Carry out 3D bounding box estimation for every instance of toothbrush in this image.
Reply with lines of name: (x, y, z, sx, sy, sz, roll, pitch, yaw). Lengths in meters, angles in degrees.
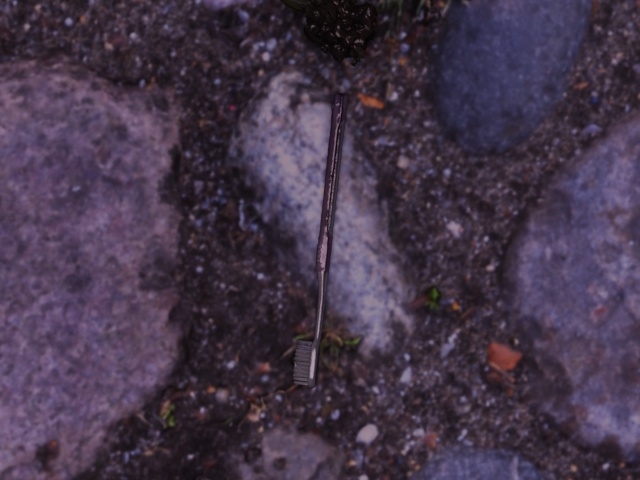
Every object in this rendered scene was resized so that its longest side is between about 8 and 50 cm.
toothbrush: (0.000, 0.000, 1.462, 0.029, 0.024, 0.354, 7, 92, 9)

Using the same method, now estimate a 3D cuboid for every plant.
plant: (-0.003, -0.282, 1.432, 0.174, 0.087, 0.085, 47, 116, 4)
